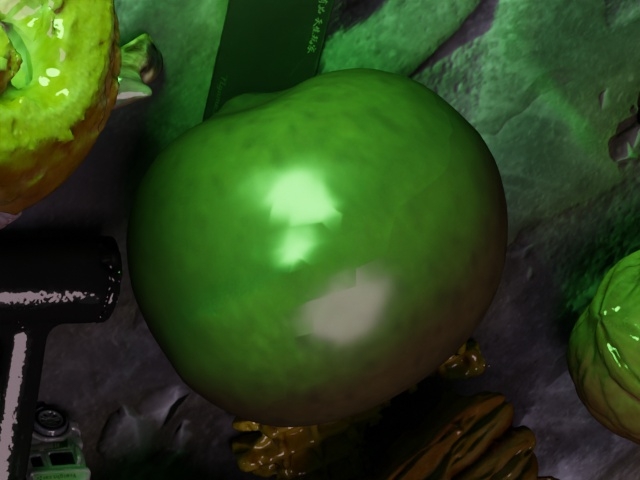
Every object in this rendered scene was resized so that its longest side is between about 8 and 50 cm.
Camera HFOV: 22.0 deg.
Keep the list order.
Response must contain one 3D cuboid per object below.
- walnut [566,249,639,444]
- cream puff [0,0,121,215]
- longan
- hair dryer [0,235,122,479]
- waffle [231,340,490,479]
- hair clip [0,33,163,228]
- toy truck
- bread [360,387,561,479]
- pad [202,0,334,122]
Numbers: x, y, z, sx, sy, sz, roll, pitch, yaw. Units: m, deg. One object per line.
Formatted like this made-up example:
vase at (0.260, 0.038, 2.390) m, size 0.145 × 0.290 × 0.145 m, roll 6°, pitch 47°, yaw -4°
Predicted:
walnut at (0.447, 0.125, 1.921) m, size 0.313 × 0.277 × 0.252 m, roll 12°, pitch 80°, yaw -27°
cream puff at (-0.321, -0.164, 1.281) m, size 0.343 × 0.231 × 0.327 m, roll -18°, pitch 100°, yaw -46°
longan at (0.000, 0.000, 1.555) m, size 0.361 × 0.361 × 0.361 m, roll -14°, pitch 129°, yaw -18°
hair dryer at (-0.301, 0.119, 1.592) m, size 0.197 × 0.089 × 0.251 m, roll 0°, pitch 102°, yaw -28°
waffle at (0.037, 0.179, 1.874) m, size 0.260 × 0.069 × 0.293 m, roll 27°, pitch 108°, yaw -40°
hair clip at (-0.273, -0.099, 1.495) m, size 0.300 × 0.069 × 0.173 m, roll -27°, pitch 133°, yaw -7°
toy truck at (-0.362, 0.247, 1.678) m, size 0.253 × 0.124 × 0.114 m, roll 0°, pitch 127°, yaw -26°
bread at (0.132, 0.368, 1.890) m, size 0.314 × 0.191 × 0.370 m, roll -41°, pitch 158°, yaw -35°
pad at (-0.051, -0.175, 1.601) m, size 0.112 × 0.003 × 0.157 m, roll -3°, pitch 125°, yaw -27°
